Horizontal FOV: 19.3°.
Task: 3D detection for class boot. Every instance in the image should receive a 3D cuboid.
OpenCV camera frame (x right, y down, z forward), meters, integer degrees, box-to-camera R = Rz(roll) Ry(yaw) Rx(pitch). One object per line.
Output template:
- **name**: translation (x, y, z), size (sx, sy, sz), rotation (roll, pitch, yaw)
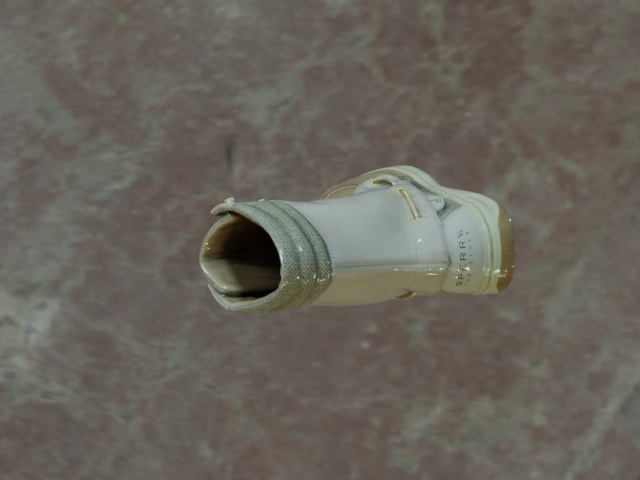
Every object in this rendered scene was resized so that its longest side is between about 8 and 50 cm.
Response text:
- **boot**: translation (0.000, 0.000, 1.157), size (0.165, 0.213, 0.077), rotation (-6, 99, -25)
